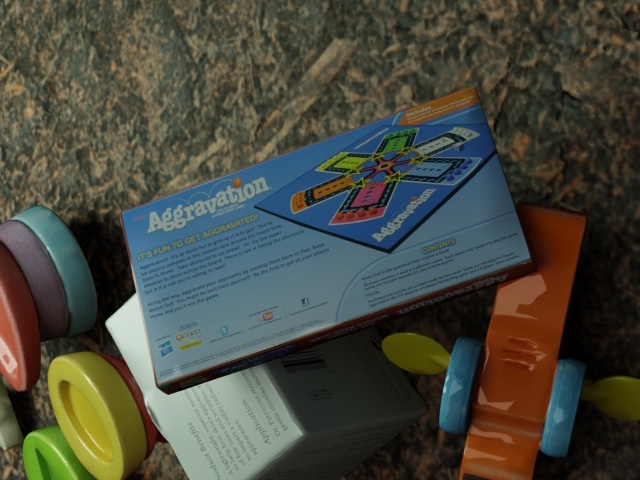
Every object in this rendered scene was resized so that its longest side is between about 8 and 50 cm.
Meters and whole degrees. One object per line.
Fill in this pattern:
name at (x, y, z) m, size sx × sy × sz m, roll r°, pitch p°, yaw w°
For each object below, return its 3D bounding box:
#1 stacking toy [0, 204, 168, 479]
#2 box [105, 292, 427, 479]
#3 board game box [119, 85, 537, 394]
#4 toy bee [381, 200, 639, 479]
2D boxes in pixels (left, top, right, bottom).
stacking toy at (-0.224, 0.130, 1.372) m, size 0.309 × 0.130 × 0.279 m, roll 46°, pitch 144°, yaw 29°
box at (-0.041, 0.102, 1.153) m, size 0.119 × 0.182 × 0.181 m, roll -42°, pitch 69°, yaw 28°
board game box at (0.000, 0.000, 1.040) m, size 0.281 × 0.027 × 0.145 m, roll -19°, pitch 67°, yaw 9°
toy bee at (0.128, 0.127, 1.060) m, size 0.195 × 0.162 × 0.298 m, roll 33°, pitch 81°, yaw 15°
